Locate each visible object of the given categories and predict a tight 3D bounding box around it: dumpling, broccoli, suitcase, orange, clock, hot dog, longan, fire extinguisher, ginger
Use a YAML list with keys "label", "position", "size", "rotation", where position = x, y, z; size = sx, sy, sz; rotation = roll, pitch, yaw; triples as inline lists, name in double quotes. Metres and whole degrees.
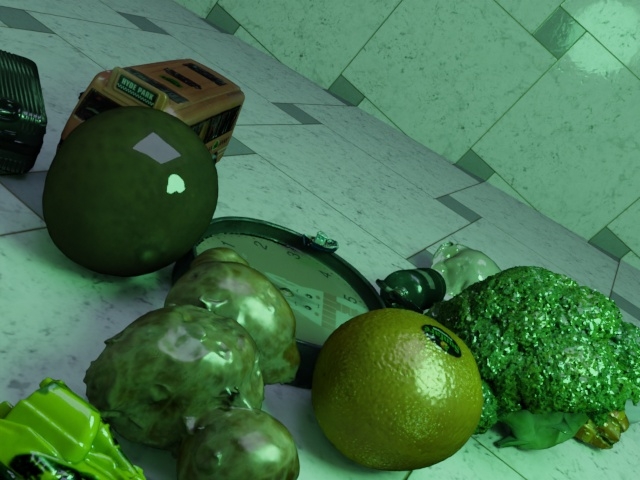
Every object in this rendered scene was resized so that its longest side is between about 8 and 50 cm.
- label: "dumpling"
  position: [0.359, 0.112, 1.518]
  size: [0.247, 0.142, 0.172]
  rotation: [39, 59, 8]
- label: "broccoli"
  position: [0.335, 0.192, 1.088]
  size: [0.414, 0.309, 0.321]
  rotation: [-17, 51, -14]
- label: "suitcase"
  position: [-0.590, -0.244, 1.121]
  size: [0.202, 0.128, 0.312]
  rotation: [12, 28, -36]
- label: "orange"
  position: [0.103, 0.201, 0.883]
  size: [0.236, 0.236, 0.236]
  rotation: [24, 23, -11]
- label: "clock"
  position: [-0.058, 0.090, 1.105]
  size: [0.386, 0.076, 0.386]
  rotation: [25, 23, -11]
- label: "hot dog"
  position: [0.464, 0.299, 1.255]
  size: [0.269, 0.115, 0.072]
  rotation: [34, -13, 16]
- label: "longan"
  position: [-0.278, -0.072, 0.972]
  size: [0.258, 0.258, 0.258]
  rotation: [24, 23, -11]
- label: "fire extinguisher"
  position: [0.172, 0.101, 1.262]
  size: [0.118, 0.093, 0.294]
  rotation: [32, 10, 19]
- label: "ginger"
  position: [-0.128, 0.142, 0.785]
  size: [0.256, 0.176, 0.375]
  rotation: [32, 28, -15]

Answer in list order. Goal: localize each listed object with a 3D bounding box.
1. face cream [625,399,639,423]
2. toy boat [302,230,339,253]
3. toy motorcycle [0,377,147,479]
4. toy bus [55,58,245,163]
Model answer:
- label: "face cream"
  position: [0.624, 0.332, 1.398]
  size: [0.291, 0.071, 0.144]
  rotation: [12, 31, -33]
- label: "toy boat"
  position: [0.000, 0.000, 1.219]
  size: [0.083, 0.038, 0.038]
  rotation: [14, 27, -35]
- label: "toy motorcycle"
  position: [-0.171, 0.260, 0.542]
  size: [0.342, 0.142, 0.206]
  rotation: [36, -14, 17]
- label: "toy bus"
  position: [-0.311, -0.227, 1.280]
  size: [0.203, 0.233, 0.427]
  rotation: [30, 22, 1]
